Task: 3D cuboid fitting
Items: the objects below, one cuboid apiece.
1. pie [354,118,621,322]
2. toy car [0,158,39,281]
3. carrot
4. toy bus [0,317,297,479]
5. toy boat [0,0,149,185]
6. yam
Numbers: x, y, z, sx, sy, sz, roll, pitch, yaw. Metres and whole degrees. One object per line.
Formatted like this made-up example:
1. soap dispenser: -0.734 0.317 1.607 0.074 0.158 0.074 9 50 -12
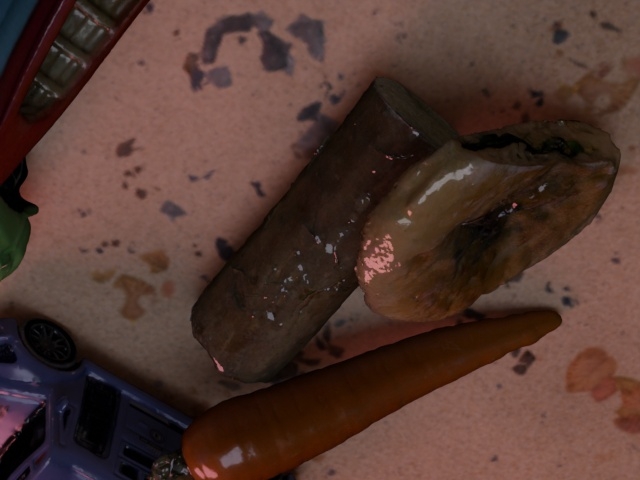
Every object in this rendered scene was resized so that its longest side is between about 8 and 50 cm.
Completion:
1. pie: 0.109 -0.011 1.204 0.218 0.052 0.185 -11 148 -45
2. toy car: -0.355 -0.071 1.152 0.213 0.176 0.359 -22 121 15
3. carrot: 0.028 0.114 1.300 0.336 0.069 0.069 -22 122 -8
4. toy bus: -0.161 0.186 1.343 0.292 0.133 0.125 32 118 -19
5. toy boat: -0.123 -0.196 1.082 0.079 0.136 0.392 42 101 10
6. yam: 0.000 0.000 1.247 0.093 0.093 0.259 31 118 -19
